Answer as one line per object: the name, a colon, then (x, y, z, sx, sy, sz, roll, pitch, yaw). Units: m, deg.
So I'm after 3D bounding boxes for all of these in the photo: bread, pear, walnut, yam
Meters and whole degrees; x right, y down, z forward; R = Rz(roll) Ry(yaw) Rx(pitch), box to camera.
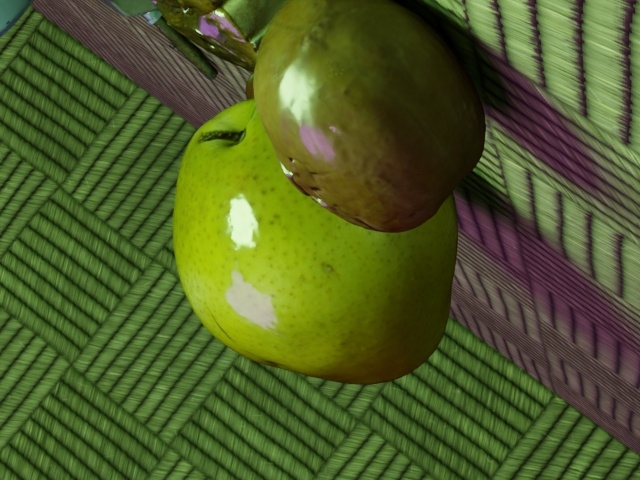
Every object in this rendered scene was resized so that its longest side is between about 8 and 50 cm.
bread: (-0.109, -0.266, 1.649, 0.192, 0.109, 0.210, 39, 176, -25)
pear: (0.000, 0.000, 1.928, 0.362, 0.362, 0.418, 31, 156, 57)
walnut: (0.050, -0.111, 1.421, 0.203, 0.203, 0.298, 34, 167, 43)
yam: (-0.246, -0.340, 2.540, 0.234, 0.029, 0.027, 42, -175, -43)

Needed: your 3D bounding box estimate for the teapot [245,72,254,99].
teapot: (-0.039, -0.198, 2.096, 0.129, 0.078, 0.098, 25, 135, 1)

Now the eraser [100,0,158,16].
eraser: (-0.353, -0.430, 2.154, 0.111, 0.077, 0.352, 32, 173, 46)

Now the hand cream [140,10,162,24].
hand cream: (-0.314, -0.402, 2.350, 0.171, 0.043, 0.065, 42, 175, -23)

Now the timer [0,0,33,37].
timer: (-0.500, -0.406, 1.899, 0.395, 0.395, 0.173, 36, 174, 27)
